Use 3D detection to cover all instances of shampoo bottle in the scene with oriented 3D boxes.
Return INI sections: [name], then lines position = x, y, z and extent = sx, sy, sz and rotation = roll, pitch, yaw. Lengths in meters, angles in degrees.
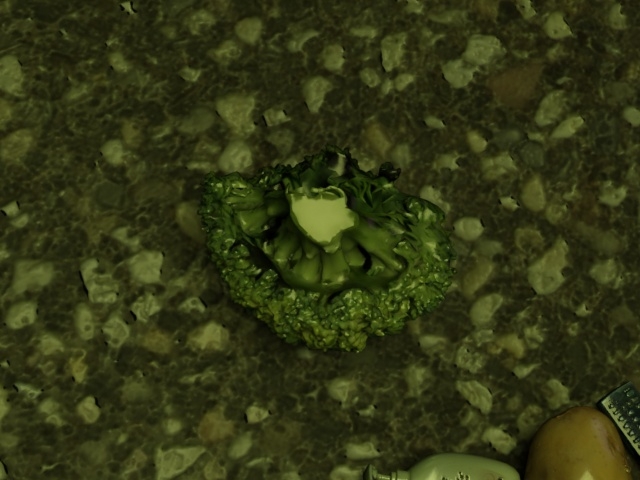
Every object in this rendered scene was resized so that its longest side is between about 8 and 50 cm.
[shampoo bottle]
position = 0.115, 0.239, 1.152
extent = 0.152, 0.045, 0.077
rotation = 14, 75, -6

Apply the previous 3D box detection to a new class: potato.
[potato]
position = 0.248, 0.246, 1.138
extent = 0.119, 0.109, 0.178
rotation = 12, 71, -28

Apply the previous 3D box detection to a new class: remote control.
[remote control]
position = 0.340, 0.218, 1.209
extent = 0.044, 0.027, 0.152
rotation = -31, 83, -10

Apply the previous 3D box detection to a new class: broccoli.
[broccoli]
position = -0.001, 0.000, 1.121
extent = 0.226, 0.176, 0.198
rotation = 46, 68, -13
